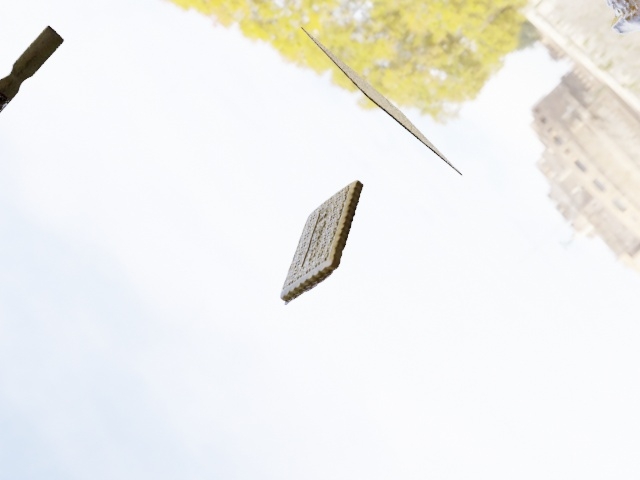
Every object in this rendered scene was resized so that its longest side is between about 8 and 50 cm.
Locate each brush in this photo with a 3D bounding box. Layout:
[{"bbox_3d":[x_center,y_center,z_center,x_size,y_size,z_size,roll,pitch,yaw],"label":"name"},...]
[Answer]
[{"bbox_3d":[-0.540,-0.270,1.610,0.043,0.248,0.036,42,-176,-24],"label":"brush"}]

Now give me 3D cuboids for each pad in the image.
[{"bbox_3d":[0.110,-0.230,1.560,0.330,0.004,0.220,29,-162,-50],"label":"pad"}]

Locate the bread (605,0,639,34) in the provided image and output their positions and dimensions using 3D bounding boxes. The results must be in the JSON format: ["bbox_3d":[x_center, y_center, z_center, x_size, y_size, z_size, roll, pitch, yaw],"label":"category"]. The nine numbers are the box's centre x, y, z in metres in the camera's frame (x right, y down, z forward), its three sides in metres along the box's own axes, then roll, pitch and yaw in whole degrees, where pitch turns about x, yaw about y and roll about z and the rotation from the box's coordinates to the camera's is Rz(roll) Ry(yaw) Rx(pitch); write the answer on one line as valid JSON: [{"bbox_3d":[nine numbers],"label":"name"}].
[{"bbox_3d":[0.535,-0.442,1.235,0.215,0.398,0.398,50,-157,-4],"label":"bread"}]

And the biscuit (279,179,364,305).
[{"bbox_3d":[0.000,0.000,1.792,0.029,0.172,0.254,37,-138,-20],"label":"biscuit"}]
